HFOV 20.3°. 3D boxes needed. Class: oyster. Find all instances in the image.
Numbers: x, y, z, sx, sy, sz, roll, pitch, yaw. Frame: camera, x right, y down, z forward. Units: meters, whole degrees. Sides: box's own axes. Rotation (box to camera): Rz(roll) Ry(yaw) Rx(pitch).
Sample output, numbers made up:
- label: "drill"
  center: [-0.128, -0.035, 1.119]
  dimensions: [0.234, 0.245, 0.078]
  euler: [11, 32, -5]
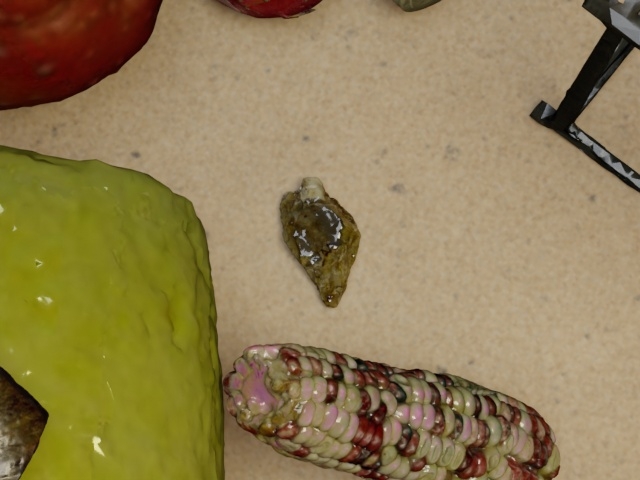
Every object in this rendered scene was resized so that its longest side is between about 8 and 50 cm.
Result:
- label: "oyster"
  center: [0.003, -0.001, 1.305]
  dimensions: [0.051, 0.034, 0.093]
  euler: [-32, 87, 4]

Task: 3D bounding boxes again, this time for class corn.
- label: "corn"
  center: [0.053, 0.128, 1.189]
  dimensions: [0.092, 0.280, 0.092]
  euler: [-17, 66, 41]

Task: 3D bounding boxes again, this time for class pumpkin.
- label: "pumpkin"
  center: [-0.193, 0.115, 0.955]
  dimensions: [0.073, 0.035, 0.101]
  euler: [34, 62, -9]

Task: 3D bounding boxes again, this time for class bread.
- label: "bread"
  center: [-0.226, 0.109, 1.147]
  dimensions: [0.348, 0.348, 0.308]
  euler: [-1, 73, 1]

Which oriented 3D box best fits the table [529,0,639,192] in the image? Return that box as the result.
- label: "table"
  center: [0.320, -0.115, 1.162]
  dimensions: [0.272, 0.335, 0.222]
  euler: [38, 85, 5]

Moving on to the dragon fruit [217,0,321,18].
- label: "dragon fruit"
  center: [-0.064, -0.216, 1.317]
  dimensions: [0.190, 0.094, 0.094]
  euler: [20, 83, 25]

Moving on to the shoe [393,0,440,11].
- label: "shoe"
  center: [0.125, -0.321, 1.305]
  dimensions: [0.159, 0.124, 0.316]
  euler: [43, 85, 12]

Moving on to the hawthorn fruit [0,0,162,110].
- label: "hawthorn fruit"
  center: [-0.203, -0.217, 1.198]
  dimensions: [0.330, 0.287, 0.287]
  euler: [18, 82, 31]
